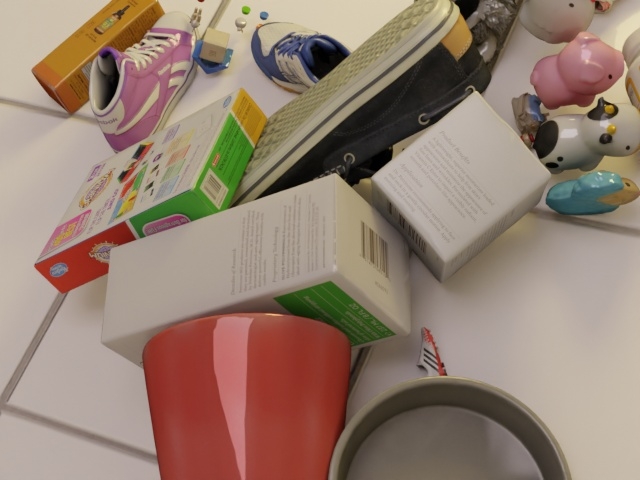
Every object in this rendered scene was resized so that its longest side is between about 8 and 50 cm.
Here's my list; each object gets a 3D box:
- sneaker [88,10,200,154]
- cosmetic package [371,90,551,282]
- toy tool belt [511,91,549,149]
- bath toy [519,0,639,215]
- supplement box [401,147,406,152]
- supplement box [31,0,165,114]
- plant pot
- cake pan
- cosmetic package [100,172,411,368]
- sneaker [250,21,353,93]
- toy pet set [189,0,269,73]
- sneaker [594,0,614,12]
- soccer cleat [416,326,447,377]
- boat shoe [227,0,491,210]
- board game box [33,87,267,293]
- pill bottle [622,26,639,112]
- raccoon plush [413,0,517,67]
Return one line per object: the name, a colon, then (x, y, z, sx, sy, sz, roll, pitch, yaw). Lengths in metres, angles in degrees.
sneaker: (-0.281, -0.285, 2.109, 0.102, 0.161, 0.282, 3, 58, 23)
cosmetic package: (0.183, -0.067, 1.752, 0.183, 0.151, 0.151, -38, 78, -6)
toy tool belt: (0.306, -0.175, 1.897, 0.051, 0.052, 0.083, -19, 54, 17)
bath toy: (0.351, -0.215, 1.808, 0.151, 0.129, 0.348, -11, 71, 15)
supplement box: (0.151, -0.079, 1.885, 0.083, 0.056, 0.083, 6, 61, 23)
supplement box: (-0.364, -0.322, 2.214, 0.233, 0.080, 0.078, -44, 56, -9)
plant pot: (-0.087, 0.250, 1.647, 0.274, 0.275, 0.243, -10, 65, 13)
cake pan: (0.153, 0.305, 1.587, 0.293, 0.054, 0.293, 2, 60, -3)
cosmetic package: (-0.085, 0.065, 1.740, 0.365, 0.197, 0.155, -19, 53, 28)
sneaker: (-0.007, -0.282, 2.028, 0.296, 0.131, 0.112, 35, 76, 35)
toy pet set: (-0.158, -0.329, 2.161, 0.122, 0.065, 0.114, 16, 51, -5)
sneaker: (0.443, -0.377, 1.983, 0.134, 0.051, 0.070, -9, 64, 12)
soccer cleat: (0.141, 0.152, 1.757, 0.035, 0.029, 0.083, -19, 59, 2)
boat shoe: (0.027, -0.140, 1.864, 0.500, 0.156, 0.187, -36, 22, 24)
board game box: (-0.242, -0.070, 1.900, 0.316, 0.064, 0.242, -23, 30, 33)
pill bottle: (0.485, -0.196, 1.806, 0.117, 0.118, 0.208, -19, 54, 7)
raccoon plush: (0.334, -0.423, 2.016, 0.446, 0.299, 0.216, -6, 33, -23)
